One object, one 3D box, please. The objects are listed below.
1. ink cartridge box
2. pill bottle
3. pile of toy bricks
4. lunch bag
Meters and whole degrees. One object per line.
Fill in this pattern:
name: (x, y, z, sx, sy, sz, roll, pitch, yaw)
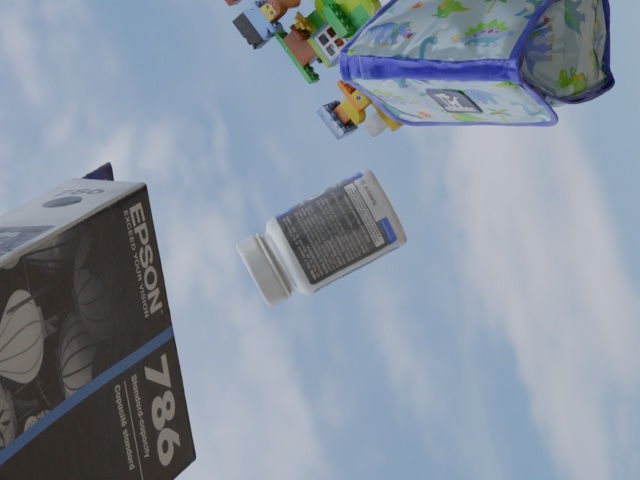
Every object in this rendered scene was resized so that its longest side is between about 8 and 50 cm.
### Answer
ink cartridge box: (-0.140, 0.072, 0.935, 0.333, 0.065, 0.165, -42, -55, -64)
pill bottle: (0.000, 0.000, 1.655, 0.078, 0.137, 0.078, 62, 179, 3)
pile of toy bricks: (0.010, -0.192, 1.613, 0.212, 0.105, 0.118, 53, -153, 5)
lunch bag: (0.102, -0.121, 1.196, 0.151, 0.129, 0.096, -21, -70, -56)
